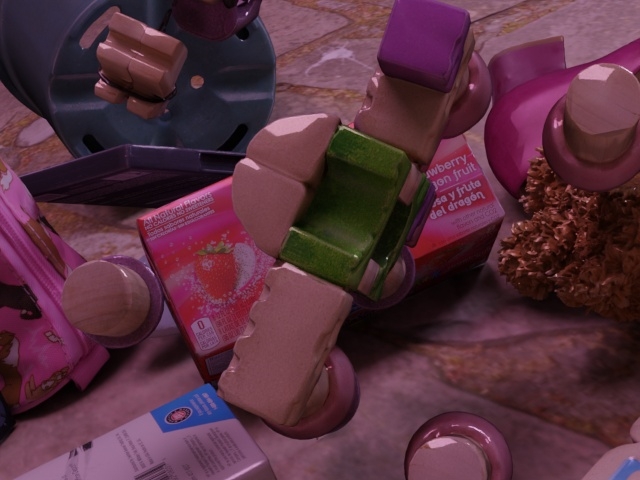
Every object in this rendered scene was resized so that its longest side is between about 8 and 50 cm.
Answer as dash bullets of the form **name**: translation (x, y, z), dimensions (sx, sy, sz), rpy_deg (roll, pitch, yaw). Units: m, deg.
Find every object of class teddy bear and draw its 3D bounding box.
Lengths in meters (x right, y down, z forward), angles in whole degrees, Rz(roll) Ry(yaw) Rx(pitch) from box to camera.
- **teddy bear**: translation (0.243, -0.018, 1.111), dimensions (0.245, 0.113, 0.338), rpy_deg (-18, 12, -10)

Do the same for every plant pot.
- **plant pot**: translation (-0.210, -0.229, 1.776), dimensions (0.341, 0.341, 0.334), rpy_deg (-24, 29, -7)

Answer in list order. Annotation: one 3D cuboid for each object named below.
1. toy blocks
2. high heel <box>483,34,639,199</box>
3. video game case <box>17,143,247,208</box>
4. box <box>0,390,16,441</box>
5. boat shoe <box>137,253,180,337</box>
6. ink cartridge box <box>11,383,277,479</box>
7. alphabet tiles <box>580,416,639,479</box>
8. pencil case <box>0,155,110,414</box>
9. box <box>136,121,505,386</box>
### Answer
- **toy blocks**: translation (0.019, -0.012, 0.956), dimensions (0.308, 0.289, 0.260), rpy_deg (23, -2, 10)
- **high heel**: translation (0.326, -0.128, 1.306), dimensions (0.377, 0.127, 0.181), rpy_deg (-17, 39, 15)
- **video game case**: translation (-0.115, -0.053, 1.399), dimensions (0.274, 0.026, 0.196), rpy_deg (1, -8, -41)
- **box**: translation (-0.368, 0.170, 1.249), dimensions (0.180, 0.078, 0.147), rpy_deg (-11, 23, 25)
- **boat shoe**: translation (-0.087, 0.027, 1.339), dimensions (0.228, 0.080, 0.076), rpy_deg (-34, -16, -30)
- **ink cartridge box**: translation (-0.127, 0.189, 0.954), dimensions (0.203, 0.086, 0.148), rpy_deg (-26, 21, -10)
- **alphabet tiles**: translation (0.275, 0.129, 0.801), dimensions (0.284, 0.021, 0.278), rpy_deg (2, 31, 47)
- **pencil case**: translation (-0.322, -0.035, 1.290), dimensions (0.160, 0.386, 0.167), rpy_deg (-30, 20, 8)
- **box**: translation (0.000, 0.000, 1.183), dimensions (0.256, 0.123, 0.128), rpy_deg (-24, -14, -7)
